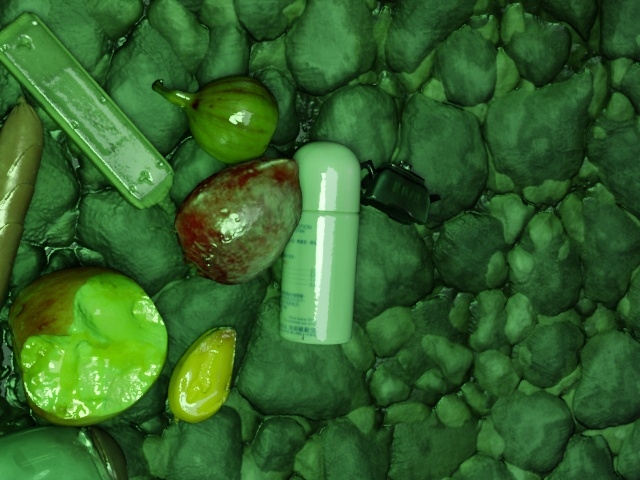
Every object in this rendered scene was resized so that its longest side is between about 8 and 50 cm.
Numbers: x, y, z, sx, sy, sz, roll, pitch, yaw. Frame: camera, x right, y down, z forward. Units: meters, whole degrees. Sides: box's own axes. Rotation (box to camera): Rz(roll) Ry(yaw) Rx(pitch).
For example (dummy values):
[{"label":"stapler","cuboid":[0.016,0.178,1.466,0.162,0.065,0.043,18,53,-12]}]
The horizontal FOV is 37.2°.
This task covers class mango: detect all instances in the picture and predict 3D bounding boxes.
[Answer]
[{"label":"mango","cuboid":[-0.198,0.228,1.610,0.101,0.066,0.187,25,81,-13]}]

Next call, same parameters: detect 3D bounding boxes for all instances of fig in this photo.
[{"label":"fig","cuboid":[-0.157,-0.212,1.542,0.186,0.148,0.142,25,128,-35]}]

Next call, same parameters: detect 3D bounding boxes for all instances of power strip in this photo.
[{"label":"power strip","cuboid":[-0.361,-0.187,1.512,0.092,0.066,0.387,-44,106,-14]}]

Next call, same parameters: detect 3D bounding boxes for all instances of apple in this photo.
[{"label":"apple","cuboid":[-0.349,0.154,1.446,0.226,0.246,0.246,-16,100,-20]}]

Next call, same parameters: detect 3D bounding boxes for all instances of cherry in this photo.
[{"label":"cherry","cuboid":[-0.125,-0.041,1.534,0.250,0.175,0.192,-44,141,6]}]

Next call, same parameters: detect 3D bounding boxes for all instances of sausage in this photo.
[{"label":"sausage","cuboid":[-0.501,-0.010,1.462,0.088,0.088,0.433,15,89,-21]}]

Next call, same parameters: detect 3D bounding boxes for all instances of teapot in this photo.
[{"label":"teapot","cuboid":[0.137,-0.094,1.697,0.177,0.087,0.096,25,81,-21]},{"label":"teapot","cuboid":[-0.442,0.431,1.470,0.312,0.233,0.315,-21,131,-23]}]

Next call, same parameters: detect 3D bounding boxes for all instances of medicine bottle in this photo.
[{"label":"medicine bottle","cuboid":[0.000,0.000,1.628,0.130,0.130,0.341,1,94,-21]}]
